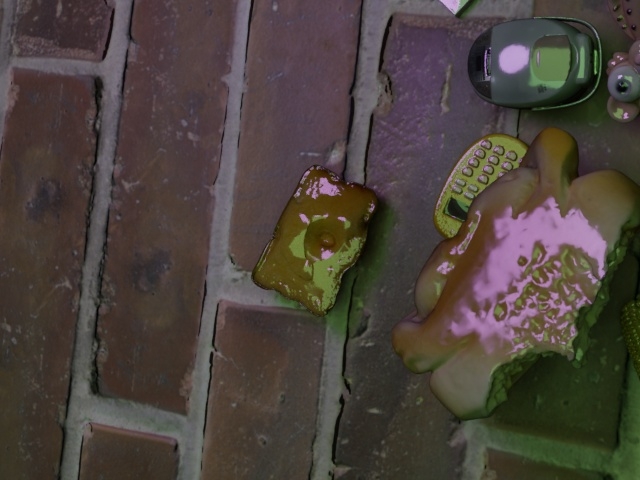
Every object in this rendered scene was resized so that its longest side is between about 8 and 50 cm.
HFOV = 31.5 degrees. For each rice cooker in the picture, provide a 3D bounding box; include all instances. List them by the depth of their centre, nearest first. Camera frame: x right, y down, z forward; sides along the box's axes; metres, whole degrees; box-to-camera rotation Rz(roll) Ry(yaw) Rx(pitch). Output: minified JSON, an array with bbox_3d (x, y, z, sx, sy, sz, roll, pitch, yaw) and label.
[{"bbox_3d":[0.332,-0.271,1.755,0.206,0.127,0.145,1,90,18],"label":"rice cooker"}]

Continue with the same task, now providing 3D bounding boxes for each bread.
[{"bbox_3d":[0.287,0.060,1.637,0.245,0.329,0.424,37,101,-3],"label":"bread"},{"bbox_3d":[0.000,0.000,1.900,0.160,0.088,0.233,28,96,15],"label":"bread"}]

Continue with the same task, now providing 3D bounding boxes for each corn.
[{"bbox_3d":[0.512,0.195,1.696,0.080,0.080,0.238,-21,83,20],"label":"corn"}]

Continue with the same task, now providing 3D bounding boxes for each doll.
[{"bbox_3d":[0.475,-0.299,1.643,0.154,0.119,0.278,-8,105,34],"label":"doll"}]

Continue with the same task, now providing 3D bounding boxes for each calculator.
[{"bbox_3d":[0.263,-0.059,1.825,0.146,0.032,0.235,27,97,20],"label":"calculator"}]

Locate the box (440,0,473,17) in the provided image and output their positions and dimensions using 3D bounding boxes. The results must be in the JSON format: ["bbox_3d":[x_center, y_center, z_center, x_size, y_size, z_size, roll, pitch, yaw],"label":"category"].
[{"bbox_3d":[0.198,-0.455,1.864,0.090,0.024,0.167,-46,74,14],"label":"box"}]
